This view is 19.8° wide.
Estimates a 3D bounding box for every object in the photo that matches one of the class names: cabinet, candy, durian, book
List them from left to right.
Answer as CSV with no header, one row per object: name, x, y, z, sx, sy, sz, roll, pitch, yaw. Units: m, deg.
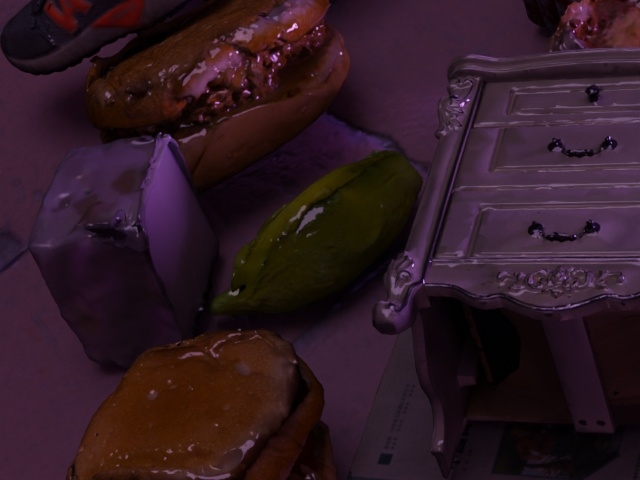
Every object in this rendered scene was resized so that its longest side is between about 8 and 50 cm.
candy,-0.195,0.011,1.849,0.137,0.195,0.185,-8,40,17
durian,0.000,0.000,1.838,0.250,0.101,0.139,-43,6,-17
book,0.180,0.153,1.639,0.282,0.025,0.215,1,46,25
cabinet,0.234,0.019,1.568,0.290,0.227,0.318,0,45,22

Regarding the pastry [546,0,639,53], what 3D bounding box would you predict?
pastry,0.352,-0.159,1.783,0.237,0.170,0.256,28,60,17

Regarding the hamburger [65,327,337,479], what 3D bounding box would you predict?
hamburger,-0.099,0.203,1.626,0.244,0.163,0.244,-19,34,13

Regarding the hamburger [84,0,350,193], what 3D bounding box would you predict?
hamburger,-0.113,-0.176,2.011,0.318,0.158,0.318,-23,24,11

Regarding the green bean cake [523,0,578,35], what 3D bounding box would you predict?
green bean cake,0.324,-0.311,2.000,0.232,0.097,0.198,-37,43,-13

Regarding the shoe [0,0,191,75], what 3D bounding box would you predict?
shoe,-0.273,-0.306,2.060,0.336,0.171,0.132,-18,28,39
